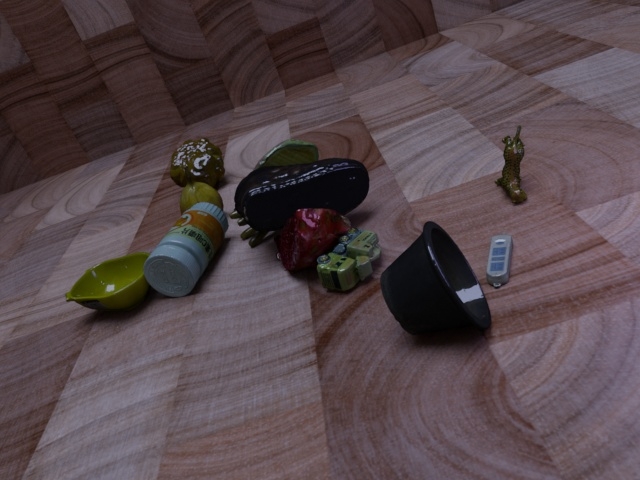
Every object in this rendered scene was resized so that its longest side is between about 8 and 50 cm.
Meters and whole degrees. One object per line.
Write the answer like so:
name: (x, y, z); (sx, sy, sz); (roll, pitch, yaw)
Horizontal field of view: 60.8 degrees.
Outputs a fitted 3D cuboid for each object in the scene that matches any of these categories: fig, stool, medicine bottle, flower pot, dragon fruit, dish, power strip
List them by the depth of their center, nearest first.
flower pot: (0.215, 0.094, 1.089); (0.148, 0.235, 0.235); (-31, 23, 24)
power strip: (0.401, 0.037, 1.220); (0.048, 0.030, 0.191); (-5, 32, 26)
dragon fruit: (0.000, 0.000, 1.454); (0.212, 0.134, 0.262); (-15, -11, -16)
dish: (-0.614, 0.146, 1.650); (0.263, 0.108, 0.221); (-10, 30, 18)
medicine bottle: (-0.401, 0.016, 1.678); (0.158, 0.158, 0.318); (-11, 30, 19)
stool: (-0.210, -0.058, 1.727); (0.110, 0.134, 0.135); (-34, -15, -13)
fig: (-0.434, -0.157, 1.912); (0.159, 0.257, 0.159); (-6, 41, 6)

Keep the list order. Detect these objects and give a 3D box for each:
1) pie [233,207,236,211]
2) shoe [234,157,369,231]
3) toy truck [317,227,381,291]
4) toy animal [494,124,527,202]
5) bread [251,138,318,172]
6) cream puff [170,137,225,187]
pie: (-0.238, -0.129, 1.951); (0.154, 0.038, 0.153); (-19, 29, 11)
shoe: (-0.062, -0.146, 1.604); (0.384, 0.171, 0.237); (-19, 21, -12)
toy truck: (0.087, 0.048, 1.365); (0.116, 0.085, 0.191); (11, 39, 38)
toy animal: (0.508, -0.202, 1.426); (0.073, 0.181, 0.136); (6, 22, 10)
bread: (-0.130, -0.212, 1.785); (0.301, 0.301, 0.045); (-33, 64, -21)
cream puff: (-0.511, -0.312, 2.287); (0.244, 0.244, 0.196); (-33, -6, -20)
